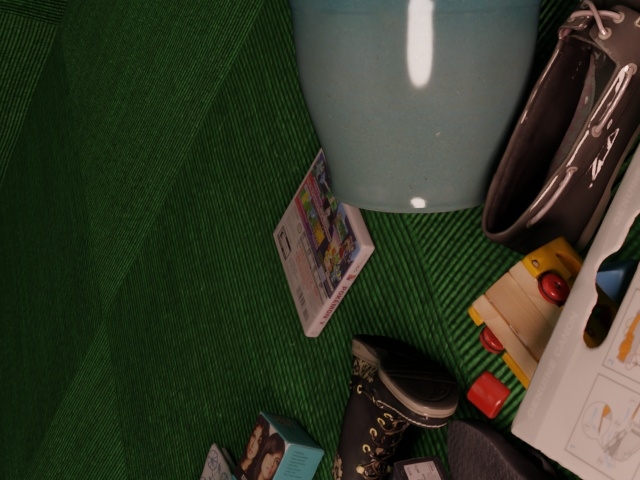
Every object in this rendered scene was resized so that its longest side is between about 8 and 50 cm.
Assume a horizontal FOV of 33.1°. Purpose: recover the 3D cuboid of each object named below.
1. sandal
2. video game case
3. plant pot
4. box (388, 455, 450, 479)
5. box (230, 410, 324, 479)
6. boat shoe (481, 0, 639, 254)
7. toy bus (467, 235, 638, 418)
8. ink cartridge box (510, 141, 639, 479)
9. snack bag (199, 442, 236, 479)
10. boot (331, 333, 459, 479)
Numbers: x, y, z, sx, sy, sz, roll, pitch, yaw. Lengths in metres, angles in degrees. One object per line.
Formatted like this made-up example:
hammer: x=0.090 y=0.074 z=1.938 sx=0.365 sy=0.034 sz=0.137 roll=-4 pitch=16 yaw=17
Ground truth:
sandal: x=0.205 y=0.250 z=1.044 sx=0.254 sy=0.054 sz=0.097 roll=31 pitch=121 yaw=56
video game case: x=0.000 y=0.000 z=1.494 sx=0.183 sy=0.023 sz=0.201 roll=-59 pitch=36 yaw=37
plant pot: x=0.099 y=-0.170 z=1.135 sx=0.271 sy=0.271 sz=0.255 roll=29 pitch=124 yaw=59
box: x=0.120 y=0.371 z=1.113 sx=0.233 sy=0.059 sz=0.183 roll=-113 pitch=24 yaw=-43
box: x=-0.087 y=0.368 z=1.482 sx=0.100 sy=0.060 sz=0.244 roll=35 pitch=104 yaw=57
boat shoe: x=0.246 y=-0.135 z=1.003 sx=0.112 sy=0.095 sz=0.335 roll=46 pitch=124 yaw=55
toy bus: x=0.234 y=0.095 z=0.962 sx=0.191 sy=0.104 sz=0.202 roll=12 pitch=114 yaw=39
ink cartridge box: x=0.331 y=0.077 z=0.731 sx=0.385 sy=0.091 sz=0.308 roll=27 pitch=93 yaw=59
snack bag: x=-0.152 y=0.537 z=1.632 sx=0.323 sy=0.037 sz=0.343 roll=49 pitch=126 yaw=53
boot: x=0.080 y=0.218 z=1.229 sx=0.236 sy=0.085 sz=0.179 roll=-143 pitch=62 yaw=-70
